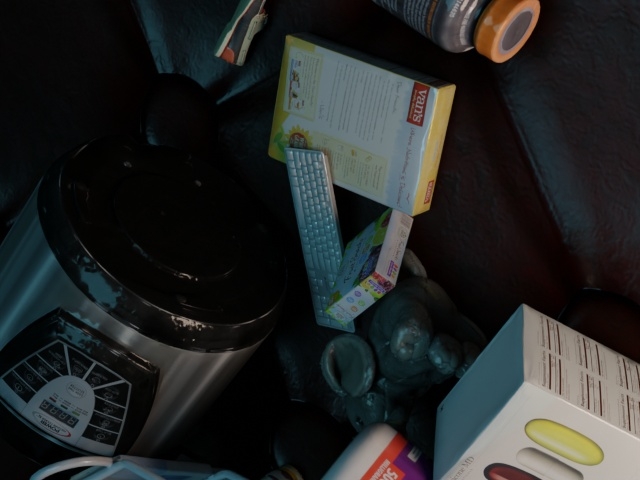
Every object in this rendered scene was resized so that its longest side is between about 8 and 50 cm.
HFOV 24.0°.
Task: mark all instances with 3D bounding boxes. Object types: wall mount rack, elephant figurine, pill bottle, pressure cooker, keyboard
[{"bbox_3d":[-0.194,0.346,1.962,0.304,0.350,0.130,-27,65,30],"label":"wall mount rack"},{"bbox_3d":[0.083,0.173,1.900,0.169,0.186,0.239,39,120,-8],"label":"elephant figurine"},{"bbox_3d":[0.132,0.373,1.760,0.323,0.181,0.181,38,122,6],"label":"pill bottle"},{"bbox_3d":[0.138,-0.306,1.769,0.246,0.130,0.130,39,121,24],"label":"pill bottle"},{"bbox_3d":[-0.283,0.117,2.045,0.420,0.376,0.369,-51,52,34],"label":"pressure cooker"},{"bbox_3d":[0.000,0.000,1.987,0.072,0.014,0.256,6,115,39],"label":"keyboard"}]

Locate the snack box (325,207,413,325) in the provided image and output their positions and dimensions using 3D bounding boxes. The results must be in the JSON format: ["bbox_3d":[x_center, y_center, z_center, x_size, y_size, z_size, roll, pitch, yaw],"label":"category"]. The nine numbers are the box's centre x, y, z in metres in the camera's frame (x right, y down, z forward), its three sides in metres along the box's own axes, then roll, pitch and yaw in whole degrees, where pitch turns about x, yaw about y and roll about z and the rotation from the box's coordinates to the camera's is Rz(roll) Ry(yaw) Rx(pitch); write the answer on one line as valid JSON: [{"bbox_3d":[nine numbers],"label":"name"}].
[{"bbox_3d":[0.062,0.030,1.903,0.037,0.141,0.100,37,127,-14],"label":"snack box"}]

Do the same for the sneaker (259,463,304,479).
[{"bbox_3d":[-0.089,0.402,2.137,0.070,0.084,0.185,32,118,27],"label":"sneaker"}]

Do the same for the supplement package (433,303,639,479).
[{"bbox_3d":[0.266,0.221,1.732,0.203,0.149,0.194,27,122,-11],"label":"supplement package"}]

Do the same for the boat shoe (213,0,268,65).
[{"bbox_3d":[-0.094,-0.292,2.004,0.043,0.049,0.137,24,120,-17],"label":"boat shoe"}]

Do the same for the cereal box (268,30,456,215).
[{"bbox_3d":[0.048,-0.151,1.925,0.240,0.047,0.173,24,116,29],"label":"cereal box"}]
